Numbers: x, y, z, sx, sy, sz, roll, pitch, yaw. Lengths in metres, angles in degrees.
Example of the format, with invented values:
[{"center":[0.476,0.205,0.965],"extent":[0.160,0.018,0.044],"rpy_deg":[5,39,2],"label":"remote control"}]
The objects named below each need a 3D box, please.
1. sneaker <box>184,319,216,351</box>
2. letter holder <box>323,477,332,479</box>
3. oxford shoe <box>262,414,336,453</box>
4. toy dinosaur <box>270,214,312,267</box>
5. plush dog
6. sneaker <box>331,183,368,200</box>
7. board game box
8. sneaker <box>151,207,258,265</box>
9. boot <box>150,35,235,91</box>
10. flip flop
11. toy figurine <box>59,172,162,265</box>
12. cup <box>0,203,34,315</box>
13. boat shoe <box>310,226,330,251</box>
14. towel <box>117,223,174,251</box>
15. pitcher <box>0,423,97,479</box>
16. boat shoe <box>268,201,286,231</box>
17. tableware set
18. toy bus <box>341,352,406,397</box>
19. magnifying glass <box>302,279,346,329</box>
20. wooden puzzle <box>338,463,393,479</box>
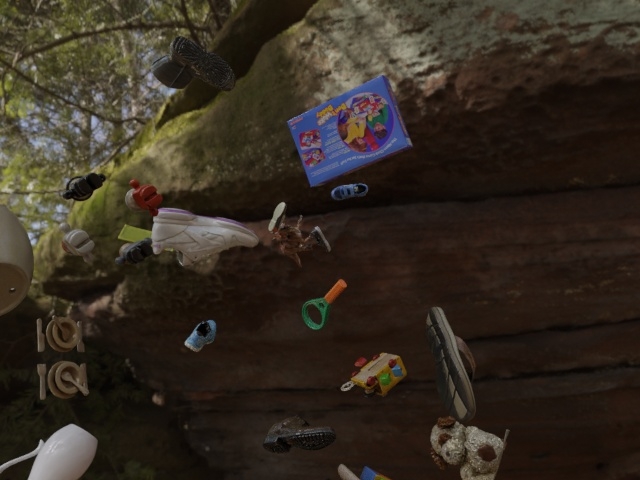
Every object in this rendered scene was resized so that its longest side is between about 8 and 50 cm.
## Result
[{"center":[-0.350,0.279,1.503],"extent":[0.063,0.162,0.073],"rpy_deg":[33,-76,-1],"label":"sneaker"},{"center":[0.084,0.912,1.484],"extent":[0.302,0.214,0.152],"rpy_deg":[20,2,26],"label":"letter holder"},{"center":[-0.056,0.524,1.360],"extent":[0.227,0.096,0.083],"rpy_deg":[-14,-55,27],"label":"oxford shoe"},{"center":[-0.153,0.006,2.379],"extent":[0.200,0.127,0.296],"rpy_deg":[-18,-48,-25],"label":"toy dinosaur"},{"center":[0.468,0.667,1.597],"extent":[0.210,0.225,0.262],"rpy_deg":[-31,-50,-50],"label":"plush dog"},{"center":[0.110,-0.184,1.821],"extent":[0.144,0.053,0.059],"rpy_deg":[-12,-1,-13],"label":"sneaker"},{"center":[0.091,-0.342,1.580],"extent":[0.347,0.233,0.078],"rpy_deg":[-20,0,23],"label":"board game box"},{"center":[-0.326,0.002,1.386],"extent":[0.305,0.152,0.114],"rpy_deg":[10,-3,-28],"label":"sneaker"},{"center":[-0.332,-0.424,1.264],"extent":[0.189,0.076,0.208],"rpy_deg":[36,-24,-22],"label":"boot"},{"center":[0.305,0.270,1.115],"extent":[0.080,0.277,0.112],"rpy_deg":[6,-50,-11],"label":"flip flop"},{"center":[-0.492,-0.047,1.148],"extent":[0.213,0.210,0.148],"rpy_deg":[9,-6,-36],"label":"toy figurine"},{"center":[-0.923,0.080,1.325],"extent":[0.331,0.237,0.331],"rpy_deg":[-36,-38,-34],"label":"cup"},{"center":[0.000,0.000,2.125],"extent":[0.040,0.049,0.142],"rpy_deg":[-36,-54,-9],"label":"boat shoe"},{"center":[-0.746,-0.009,2.141],"extent":[0.237,0.102,0.021],"rpy_deg":[15,-58,-10],"label":"towel"},{"center":[-0.690,0.565,1.241],"extent":[0.177,0.207,0.125],"rpy_deg":[34,-36,-2],"label":"pitcher"},{"center":[-0.172,-0.096,2.062],"extent":[0.043,0.049,0.137],"rpy_deg":[14,-71,-39],"label":"boat shoe"},{"center":[-0.600,0.272,1.164],"extent":[0.039,0.194,0.128],"rpy_deg":[-20,-19,19],"label":"tableware set"},{"center":[0.189,0.461,1.625],"extent":[0.202,0.104,0.191],"rpy_deg":[-21,11,16],"label":"toy bus"},{"center":[0.012,0.192,1.494],"extent":[0.026,0.092,0.231],"rpy_deg":[-22,-23,-43],"label":"magnifying glass"},{"center":[0.224,0.635,1.160],"extent":[0.348,0.080,0.322],"rpy_deg":[31,-18,0],"label":"wooden puzzle"}]
